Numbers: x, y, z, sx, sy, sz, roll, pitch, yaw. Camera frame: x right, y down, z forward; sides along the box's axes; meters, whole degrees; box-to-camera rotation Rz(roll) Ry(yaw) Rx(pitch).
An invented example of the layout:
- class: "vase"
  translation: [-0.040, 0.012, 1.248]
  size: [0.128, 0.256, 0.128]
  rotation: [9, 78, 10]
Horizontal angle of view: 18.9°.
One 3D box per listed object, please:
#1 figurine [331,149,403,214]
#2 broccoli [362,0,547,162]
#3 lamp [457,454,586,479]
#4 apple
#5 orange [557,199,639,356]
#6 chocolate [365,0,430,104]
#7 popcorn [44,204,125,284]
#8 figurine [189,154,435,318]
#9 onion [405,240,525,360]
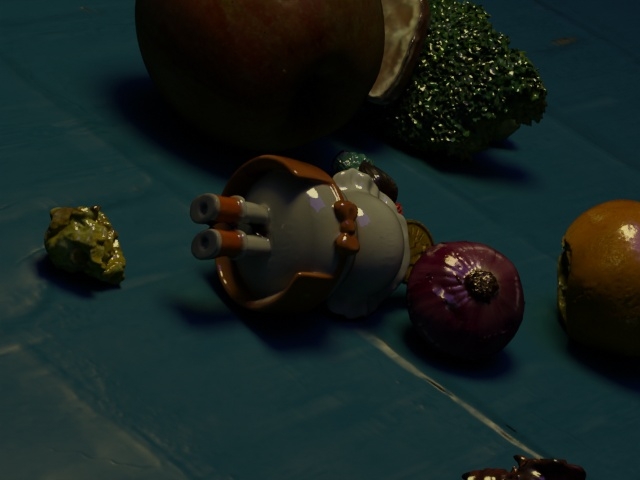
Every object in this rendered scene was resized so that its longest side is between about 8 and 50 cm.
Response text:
- class: "figurine"
  translation: [0.047, -0.057, 1.956]
  size: [0.060, 0.047, 0.106]
  rotation: [48, 2, -31]
- class: "broccoli"
  translation: [0.166, -0.170, 2.152]
  size: [0.219, 0.194, 0.194]
  rotation: [11, 15, 40]
- class: "lamp"
  translation: [0.195, 0.239, 1.357]
  size: [0.151, 0.215, 0.223]
  rotation: [-19, 72, -8]
- class: "apple"
  translation: [-0.056, -0.220, 1.952]
  size: [0.257, 0.257, 0.234]
  rotation: [-1, 38, -38]
- class: "orange"
  translation: [0.286, 0.039, 1.834]
  size: [0.134, 0.155, 0.155]
  rotation: [-25, 32, 3]
- class: "chocolate"
  translation: [0.008, -0.228, 2.124]
  size: [0.254, 0.157, 0.080]
  rotation: [13, -15, 28]
- class: "popcorn"
  translation: [-0.199, 0.003, 1.644]
  size: [0.083, 0.068, 0.059]
  rotation: [35, 64, -24]
- class: "figurine"
  translation: [0.004, -0.001, 1.710]
  size: [0.271, 0.143, 0.143]
  rotation: [4, 30, -27]
- class: "onion"
  translation: [0.128, 0.055, 1.746]
  size: [0.115, 0.115, 0.104]
  rotation: [10, -17, -21]
